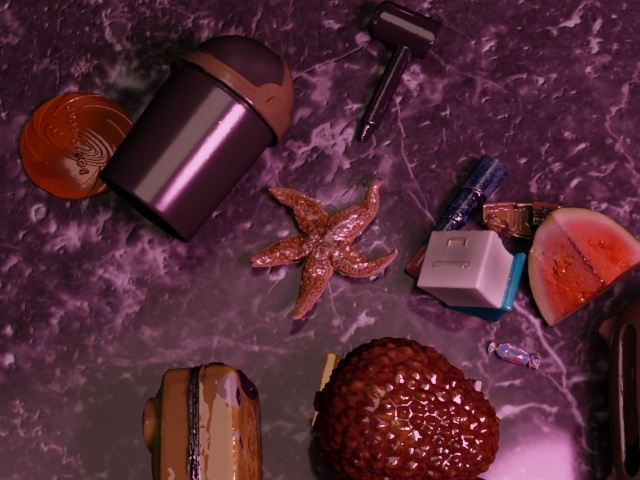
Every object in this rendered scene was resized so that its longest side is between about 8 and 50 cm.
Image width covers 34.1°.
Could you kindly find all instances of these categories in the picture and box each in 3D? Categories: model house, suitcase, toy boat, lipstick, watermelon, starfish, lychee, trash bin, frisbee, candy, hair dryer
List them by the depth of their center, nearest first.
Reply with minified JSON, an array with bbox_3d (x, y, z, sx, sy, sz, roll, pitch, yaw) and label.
[{"bbox_3d":[0.117,0.251,1.467,0.271,0.236,0.236,15,72,15],"label":"lychee"},{"bbox_3d":[-0.167,0.295,1.497,0.143,0.194,0.234,-5,72,7],"label":"suitcase"},{"bbox_3d":[0.246,0.057,1.627,0.127,0.149,0.100,1,64,44],"label":"model house"},{"bbox_3d":[0.401,0.047,1.641,0.193,0.145,0.137,22,49,-15],"label":"watermelon"},{"bbox_3d":[-0.181,-0.179,1.641,0.214,0.214,0.334,37,80,9],"label":"trash bin"},{"bbox_3d":[0.306,0.177,1.642,0.083,0.020,0.030,21,73,6],"label":"candy"},{"bbox_3d":[0.000,0.000,1.666,0.236,0.062,0.277,30,76,8],"label":"starfish"},{"bbox_3d":[0.363,-0.033,1.684,0.206,0.072,0.064,4,73,0],"label":"toy boat"},{"bbox_3d":[0.215,-0.037,1.697,0.053,0.053,0.234,38,79,9],"label":"lipstick"},{"bbox_3d":[-0.399,-0.161,1.716,0.192,0.035,0.192,1,71,-2],"label":"frisbee"},{"bbox_3d":[0.105,-0.281,1.767,0.114,0.070,0.248,25,82,5],"label":"hair dryer"}]

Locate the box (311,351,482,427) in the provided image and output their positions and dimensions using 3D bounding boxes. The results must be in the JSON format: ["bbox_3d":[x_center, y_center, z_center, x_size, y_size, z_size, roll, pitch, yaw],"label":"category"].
[{"bbox_3d":[0.118,0.254,1.604,0.247,0.033,0.129,11,73,1],"label":"box"}]

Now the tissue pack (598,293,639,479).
[{"bbox_3d":[0.560,0.238,1.503,0.277,0.267,0.387,4,74,-5],"label":"tissue pack"}]

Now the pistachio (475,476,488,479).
[{"bbox_3d":[0.176,0.410,1.515,0.210,0.130,0.165,-27,35,-10],"label":"pistachio"}]
